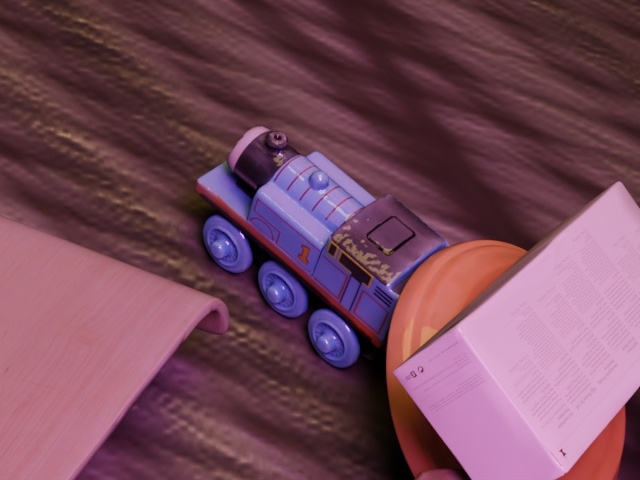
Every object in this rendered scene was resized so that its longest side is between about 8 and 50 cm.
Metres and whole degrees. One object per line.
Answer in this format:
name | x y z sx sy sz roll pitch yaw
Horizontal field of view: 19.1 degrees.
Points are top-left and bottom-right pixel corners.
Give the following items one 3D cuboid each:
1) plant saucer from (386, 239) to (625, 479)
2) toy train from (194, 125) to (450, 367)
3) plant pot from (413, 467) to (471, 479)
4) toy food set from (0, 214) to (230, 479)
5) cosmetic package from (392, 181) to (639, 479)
plant saucer | 0.123 0.093 1.163 0.200 0.037 0.200 16 65 -38
toy train | 0.000 0.000 1.226 0.184 0.105 0.080 41 49 18
plant pot | 0.078 0.224 1.027 0.167 0.167 0.165 -6 45 -23
toy food set | -0.218 0.101 1.090 0.219 0.092 0.306 21 44 16
cosmetic package | 0.139 0.056 1.100 0.099 0.060 0.239 52 36 2
